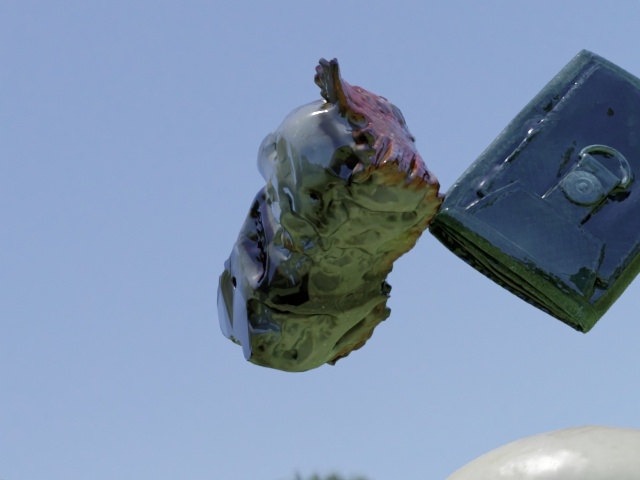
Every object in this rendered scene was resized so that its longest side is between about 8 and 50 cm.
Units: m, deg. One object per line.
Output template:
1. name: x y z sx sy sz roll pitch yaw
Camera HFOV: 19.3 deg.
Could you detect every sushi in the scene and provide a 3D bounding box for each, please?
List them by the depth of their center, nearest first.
1. sushi: 0.000 0.000 1.449 0.130 0.124 0.332 -4 -38 -28

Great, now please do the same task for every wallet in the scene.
1. wallet: 0.211 -0.047 1.503 0.236 0.160 0.055 -46 -17 -29

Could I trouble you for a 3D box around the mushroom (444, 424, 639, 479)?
1. mushroom: 0.148 0.274 1.131 0.356 0.315 0.315 -17 -17 -7
